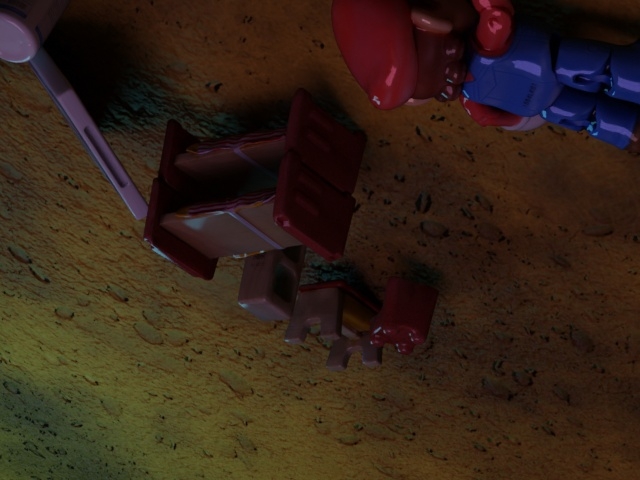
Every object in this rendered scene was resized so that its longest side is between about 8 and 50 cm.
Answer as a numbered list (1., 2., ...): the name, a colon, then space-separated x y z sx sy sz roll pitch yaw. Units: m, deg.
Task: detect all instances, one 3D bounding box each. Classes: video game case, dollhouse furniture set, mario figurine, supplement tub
1. video game case: -0.264 -0.134 1.927 0.201 0.023 0.183 50 172 52
2. dollhouse furniture set: 0.000 0.000 1.975 0.201 0.152 0.374 -8 149 36
3. mario figurine: 0.169 -0.194 1.659 0.320 0.170 0.198 14 107 -1
4. supplement tub: -0.305 -0.244 1.849 0.071 0.107 0.071 16 142 13
